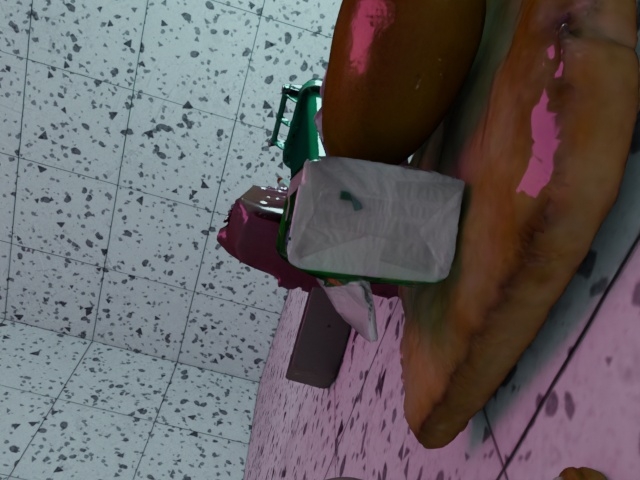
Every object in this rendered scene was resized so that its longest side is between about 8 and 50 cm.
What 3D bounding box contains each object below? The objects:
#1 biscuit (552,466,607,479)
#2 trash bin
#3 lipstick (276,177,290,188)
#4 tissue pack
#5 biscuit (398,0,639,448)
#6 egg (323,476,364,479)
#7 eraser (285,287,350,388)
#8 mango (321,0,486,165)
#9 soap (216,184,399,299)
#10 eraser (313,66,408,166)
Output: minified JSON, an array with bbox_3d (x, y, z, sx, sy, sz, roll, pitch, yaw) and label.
[{"bbox_3d":[0.176,0.186,0.307,0.240,0.035,0.158,118,164,-66],"label":"biscuit"},{"bbox_3d":[0.034,-0.157,1.335,0.381,0.295,0.259,-89,14,-45],"label":"trash bin"},{"bbox_3d":[-0.066,-0.103,1.210,0.129,0.030,0.030,-134,52,-61],"label":"lipstick"},{"bbox_3d":[0.034,0.006,0.621,0.209,0.148,0.156,-159,79,-83],"label":"tissue pack"},{"bbox_3d":[0.179,-0.085,0.637,0.429,0.103,0.446,-83,8,-51],"label":"biscuit"},{"bbox_3d":[0.013,0.355,0.650,0.183,0.183,0.217,-87,14,-64],"label":"egg"},{"bbox_3d":[0.016,0.175,1.402,0.077,0.111,0.353,-124,50,-85],"label":"eraser"},{"bbox_3d":[0.075,-0.174,0.615,0.175,0.139,0.255,-78,5,-61],"label":"mango"},{"bbox_3d":[0.000,0.000,1.001,0.220,0.324,0.127,-89,12,-75],"label":"soap"},{"bbox_3d":[0.083,-0.254,0.887,0.359,0.122,0.272,-103,32,-74],"label":"eraser"}]
